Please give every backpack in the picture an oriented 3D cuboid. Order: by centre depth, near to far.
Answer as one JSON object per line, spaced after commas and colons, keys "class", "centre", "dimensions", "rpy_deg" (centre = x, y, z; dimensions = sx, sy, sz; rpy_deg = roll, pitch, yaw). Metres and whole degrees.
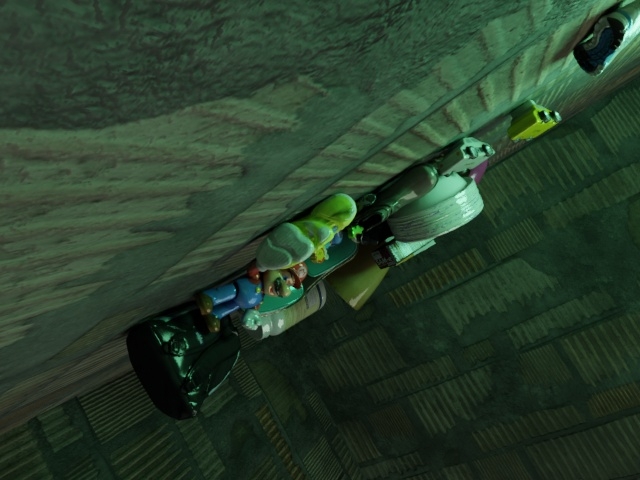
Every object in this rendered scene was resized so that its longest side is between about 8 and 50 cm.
{"class": "backpack", "centre": [-0.385, 0.322, 1.241], "dimensions": [0.274, 0.289, 0.356], "rpy_deg": [-24, -175, 30]}

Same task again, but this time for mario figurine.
{"class": "mario figurine", "centre": [-0.175, 0.147, 1.158], "dimensions": [0.321, 0.170, 0.198], "rpy_deg": [-27, 172, -17]}

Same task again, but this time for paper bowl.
{"class": "paper bowl", "centre": [0.331, -0.119, 1.261], "dimensions": [0.285, 0.147, 0.284], "rpy_deg": [-26, -168, 6]}

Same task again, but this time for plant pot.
{"class": "plant pot", "centre": [0.158, 0.095, 1.573], "dimensions": [0.254, 0.237, 0.237], "rpy_deg": [-42, 173, 5]}

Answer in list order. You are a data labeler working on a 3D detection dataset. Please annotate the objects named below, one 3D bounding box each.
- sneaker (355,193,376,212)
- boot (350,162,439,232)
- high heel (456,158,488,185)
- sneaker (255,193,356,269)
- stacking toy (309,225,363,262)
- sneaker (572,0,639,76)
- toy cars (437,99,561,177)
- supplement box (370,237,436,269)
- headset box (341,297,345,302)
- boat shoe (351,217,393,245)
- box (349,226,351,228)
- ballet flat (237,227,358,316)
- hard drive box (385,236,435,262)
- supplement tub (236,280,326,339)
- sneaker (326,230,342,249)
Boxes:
{"class": "sneaker", "centre": [0.119, -0.107, 1.129], "dimensions": [0.083, 0.031, 0.035], "rpy_deg": [-30, -170, 37]}
{"class": "boot", "centre": [0.194, -0.098, 1.099], "dimensions": [0.161, 0.083, 0.247], "rpy_deg": [-46, -173, -39]}
{"class": "high heel", "centre": [0.462, -0.232, 1.505], "dimensions": [0.377, 0.181, 0.127], "rpy_deg": [-48, -141, -8]}
{"class": "sneaker", "centre": [-0.027, -0.010, 0.907], "dimensions": [0.240, 0.091, 0.126], "rpy_deg": [-30, 175, -4]}
{"class": "stacking toy", "centre": [-0.012, 0.012, 1.062], "dimensions": [0.167, 0.052, 0.221], "rpy_deg": [-5, -168, 38]}
{"class": "sneaker", "centre": [0.530, -0.365, 0.746], "dimensions": [0.083, 0.071, 0.191], "rpy_deg": [-37, 173, 10]}
{"class": "toy cars", "centre": [0.472, -0.282, 1.113], "dimensions": [0.394, 0.087, 0.176], "rpy_deg": [-26, 169, -4]}
{"class": "supplement box", "centre": [0.300, 0.003, 1.396], "dimensions": [0.240, 0.073, 0.130], "rpy_deg": [-30, 178, -19]}
{"class": "headset box", "centre": [0.135, 0.114, 1.816], "dimensions": [0.131, 0.282, 0.246], "rpy_deg": [-32, 173, 24]}
{"class": "boat shoe", "centre": [0.245, -0.062, 1.461], "dimensions": [0.340, 0.113, 0.127], "rpy_deg": [-23, 128, -50]}
{"class": "box", "centre": [0.189, 0.003, 1.694], "dimensions": [0.054, 0.168, 0.059], "rpy_deg": [-27, 173, -19]}
{"class": "ballet flat", "centre": [-0.084, 0.113, 1.429], "dimensions": [0.483, 0.163, 0.182], "rpy_deg": [-32, -176, -20]}
{"class": "hard drive box", "centre": [0.326, -0.041, 1.679], "dimensions": [0.181, 0.232, 0.089], "rpy_deg": [-32, 173, 11]}
{"class": "supplement tub", "centre": [-0.164, 0.248, 1.720], "dimensions": [0.325, 0.235, 0.235], "rpy_deg": [-26, 173, -34]}
{"class": "sneaker", "centre": [0.000, 0.000, 1.240], "dimensions": [0.082, 0.069, 0.209], "rpy_deg": [-23, 172, -25]}
